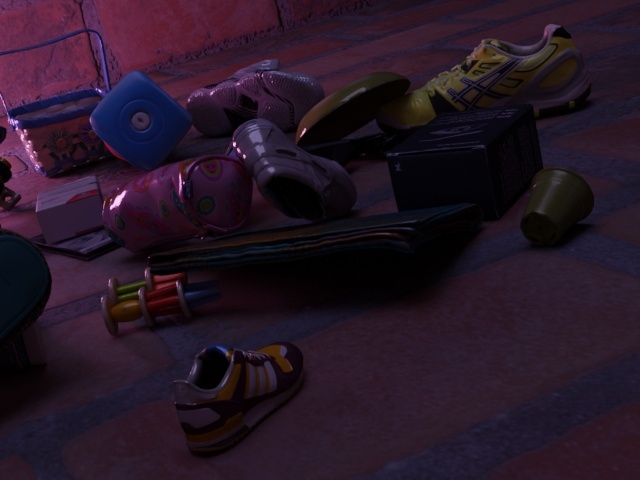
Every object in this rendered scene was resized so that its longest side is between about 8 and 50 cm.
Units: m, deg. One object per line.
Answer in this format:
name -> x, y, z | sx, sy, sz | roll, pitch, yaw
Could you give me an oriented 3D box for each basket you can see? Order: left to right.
basket -> -0.577, -0.306, 2.441 | 0.255, 0.289, 0.201 | -21, 19, -19

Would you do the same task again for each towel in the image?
towel -> 0.000, 0.000, 1.414 | 0.370, 0.040, 0.271 | -7, 3, 26

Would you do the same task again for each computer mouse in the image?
computer mouse -> -0.006, -0.130, 1.863 | 0.188, 0.072, 0.272 | 0, 10, 42

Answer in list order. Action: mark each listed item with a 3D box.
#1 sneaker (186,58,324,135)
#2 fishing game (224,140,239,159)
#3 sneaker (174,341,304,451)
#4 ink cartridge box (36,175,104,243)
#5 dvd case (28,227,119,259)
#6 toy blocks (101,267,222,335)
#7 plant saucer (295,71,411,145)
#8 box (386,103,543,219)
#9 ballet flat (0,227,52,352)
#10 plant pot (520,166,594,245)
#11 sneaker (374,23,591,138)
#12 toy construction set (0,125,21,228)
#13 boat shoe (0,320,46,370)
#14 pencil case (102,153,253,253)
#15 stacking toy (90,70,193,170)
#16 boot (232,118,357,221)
sneaker -> -0.106, -0.327, 2.396 | 0.366, 0.137, 0.210 | -3, 23, 39
fishing game -> -0.143, -0.096, 1.751 | 0.189, 0.041, 0.264 | -65, 14, -10
sneaker -> -0.077, 0.131, 1.087 | 0.069, 0.084, 0.185 | -4, 21, 29
ink cartridge box -> -0.427, -0.055, 1.883 | 0.109, 0.063, 0.150 | -18, 18, -8
dvd case -> -0.380, -0.015, 1.862 | 0.164, 0.018, 0.221 | -26, 22, -34
toy blocks -> -0.200, 0.068, 1.417 | 0.148, 0.054, 0.123 | -13, 18, 2
plant saucer -> 0.051, -0.238, 1.975 | 0.241, 0.037, 0.241 | -30, -7, -4
box -> 0.210, -0.111, 1.562 | 0.153, 0.108, 0.207 | -2, 22, 33
ballet flat -> -0.478, 0.164, 1.162 | 0.182, 0.164, 0.483 | -24, 20, 42
plant pot -> 0.283, -0.034, 1.346 | 0.083, 0.083, 0.079 | 0, 36, 38
sneaker -> 0.280, -0.282, 1.962 | 0.385, 0.147, 0.145 | -14, 19, 10
toy construction set -> -0.735, -0.102, 2.139 | 0.309, 0.257, 0.237 | 3, -25, 3
boat shoe -> -0.434, 0.086, 1.443 | 0.099, 0.116, 0.319 | -17, 24, -16
pencil case -> -0.212, -0.050, 1.600 | 0.124, 0.124, 0.284 | -27, 11, -36
stacking toy -> -0.396, -0.240, 2.371 | 0.166, 0.175, 0.302 | -50, 8, -8
boot -> -0.021, -0.065, 1.538 | 0.095, 0.258, 0.123 | -40, 49, 19
